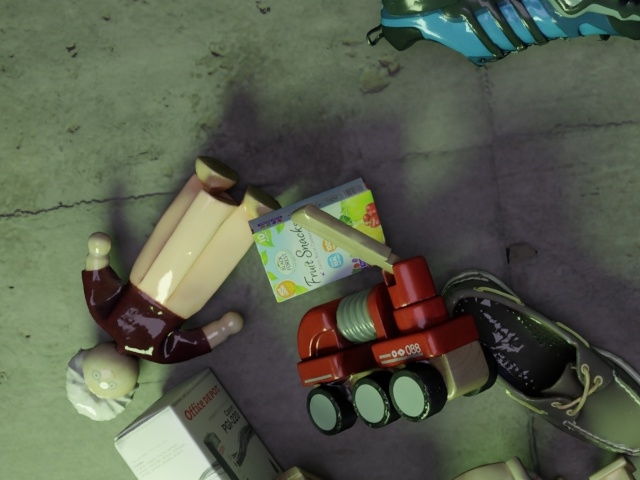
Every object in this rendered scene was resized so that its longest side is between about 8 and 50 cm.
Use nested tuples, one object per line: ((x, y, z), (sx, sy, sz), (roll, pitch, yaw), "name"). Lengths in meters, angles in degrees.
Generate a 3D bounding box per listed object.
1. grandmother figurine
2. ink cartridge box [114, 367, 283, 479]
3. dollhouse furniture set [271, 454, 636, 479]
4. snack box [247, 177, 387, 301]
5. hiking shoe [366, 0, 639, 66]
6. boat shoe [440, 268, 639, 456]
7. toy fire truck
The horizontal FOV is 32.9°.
((-0.195, 0.065, 1.284), (0.208, 0.104, 0.342), (35, 100, 8), "grandmother figurine")
((-0.125, 0.276, 1.271), (0.092, 0.158, 0.218), (-36, 91, 14), "ink cartridge box")
((0.127, 0.261, 1.196), (0.355, 0.303, 0.174), (-35, 54, 12), "dollhouse furniture set")
((0.000, 0.000, 1.233), (0.141, 0.037, 0.100), (-20, 121, -4), "snack box")
((0.211, -0.252, 1.180), (0.304, 0.113, 0.132), (11, 130, 2), "hiking shoe")
((0.261, 0.148, 1.220), (0.305, 0.091, 0.109), (37, 103, 3), "boat shoe")
((0.044, 0.077, 1.182), (0.217, 0.158, 0.246), (-21, 86, 49), "toy fire truck")
